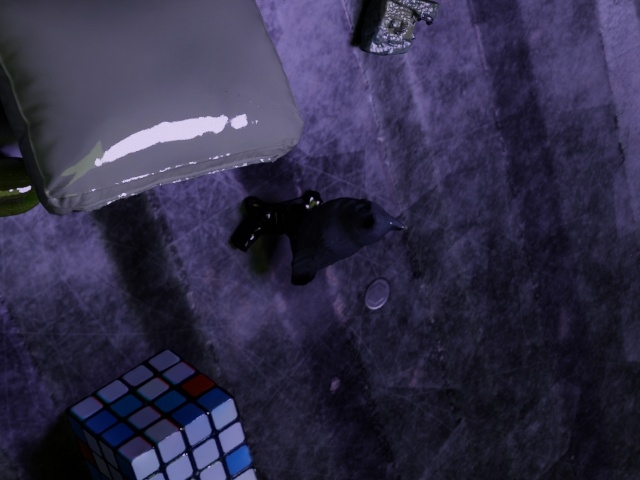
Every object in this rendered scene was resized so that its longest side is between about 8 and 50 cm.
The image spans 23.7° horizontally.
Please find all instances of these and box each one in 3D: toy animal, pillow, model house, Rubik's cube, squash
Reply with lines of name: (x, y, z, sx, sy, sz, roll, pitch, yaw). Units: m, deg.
toy animal: (0.002, 0.003, 1.830, 0.121, 0.210, 0.117, 1, 95, -38)
pillow: (-0.187, -0.174, 1.599, 0.322, 0.120, 0.255, -17, 82, -32)
model house: (0.095, -0.264, 1.874, 0.079, 0.066, 0.083, 5, 108, -39)
Rubik's cube: (-0.187, 0.251, 1.830, 0.155, 0.151, 0.154, -31, 126, -24)
squash: (-0.389, -0.051, 1.579, 0.229, 0.066, 0.066, -6, 114, -37)
